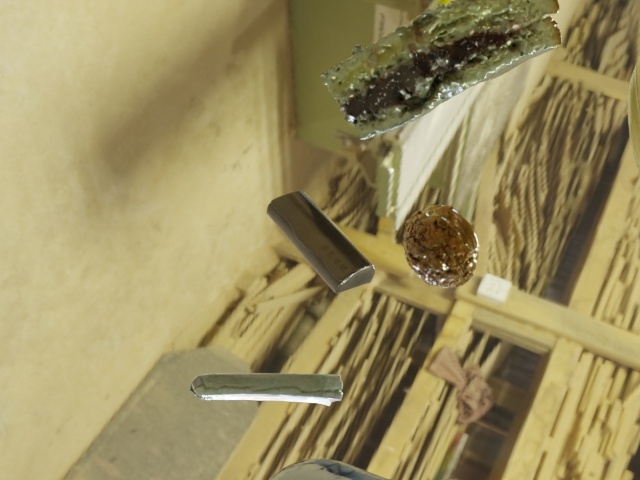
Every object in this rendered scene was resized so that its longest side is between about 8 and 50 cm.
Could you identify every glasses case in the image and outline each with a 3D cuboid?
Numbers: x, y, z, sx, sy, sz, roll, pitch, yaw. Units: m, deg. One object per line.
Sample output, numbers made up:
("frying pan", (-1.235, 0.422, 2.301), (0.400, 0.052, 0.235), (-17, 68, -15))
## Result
("glasses case", (-0.001, -0.001, 1.066), (0.072, 0.191, 0.042), (-18, 139, -30))

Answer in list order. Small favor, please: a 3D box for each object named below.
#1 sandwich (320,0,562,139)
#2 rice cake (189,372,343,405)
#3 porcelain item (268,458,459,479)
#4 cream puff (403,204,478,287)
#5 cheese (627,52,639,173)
("sandwich", (0.164, -0.262, 1.103), (0.325, 0.131, 0.262), (-26, -174, -13))
("rice cake", (-0.081, 0.213, 1.052), (0.124, 0.211, 0.038), (118, -25, -72))
("porcelain item", (0.026, 0.253, 0.618), (0.259, 0.141, 0.141), (-30, -160, 50))
("cream puff", (0.221, 0.015, 1.387), (0.115, 0.165, 0.150), (-27, 156, -33))
("cheese", (0.404, -0.067, 0.679), (0.316, 0.259, 0.128), (-61, 174, -48))
